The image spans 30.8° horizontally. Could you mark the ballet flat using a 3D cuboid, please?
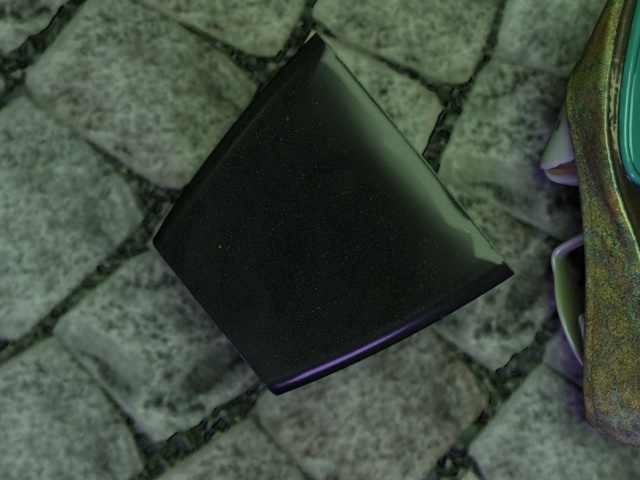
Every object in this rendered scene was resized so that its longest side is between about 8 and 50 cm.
[{"bbox_3d":[0.216,-0.023,0.835,0.123,0.123,0.348,-5,85,-7],"label":"ballet flat"}]

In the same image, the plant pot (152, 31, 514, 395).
[{"bbox_3d":[0.000,0.000,0.780,0.167,0.187,0.188,-40,87,3],"label":"plant pot"}]
